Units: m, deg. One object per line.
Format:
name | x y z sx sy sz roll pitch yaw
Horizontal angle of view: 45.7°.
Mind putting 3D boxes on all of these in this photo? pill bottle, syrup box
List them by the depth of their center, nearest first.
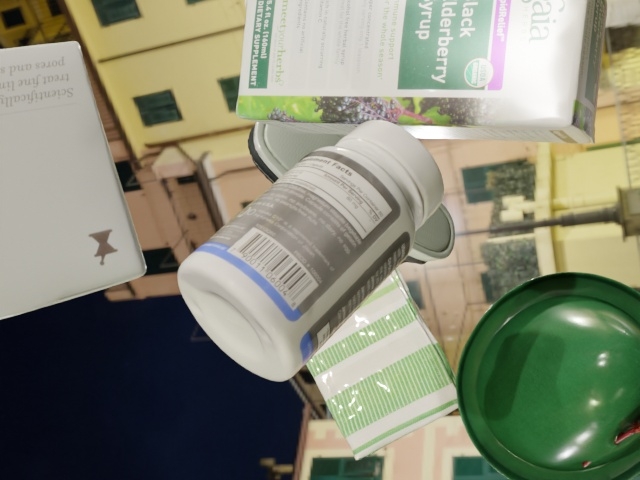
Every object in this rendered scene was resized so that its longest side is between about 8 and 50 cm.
pill bottle | 0.000 0.000 0.397 0.137 0.078 0.078 -43 -51 -29
syrup box | 0.067 -0.121 0.526 0.096 0.237 0.093 1 -85 -62

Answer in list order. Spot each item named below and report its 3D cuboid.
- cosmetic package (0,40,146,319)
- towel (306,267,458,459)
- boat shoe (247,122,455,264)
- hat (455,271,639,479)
cosmetic package | -0.228 -0.023 0.498 0.151 0.184 0.151 -17 -87 -30
towel | 0.088 0.201 1.381 0.324 0.248 0.038 62 -164 16
boat shoe | 0.026 -0.045 0.883 0.303 0.091 0.114 33 -123 -29
hat | 0.197 0.102 0.522 0.173 0.208 0.183 42 -177 7
